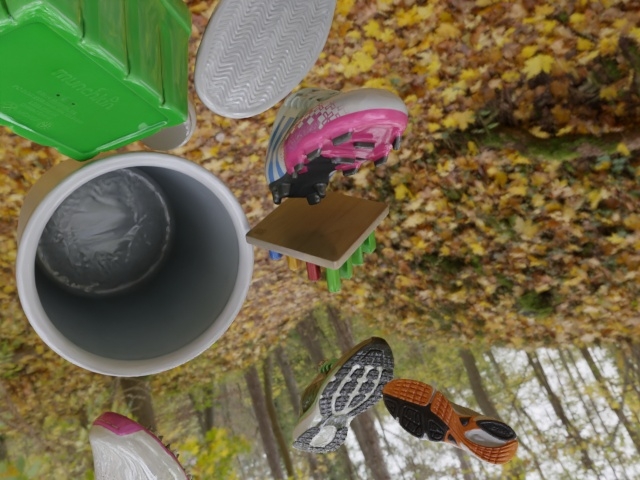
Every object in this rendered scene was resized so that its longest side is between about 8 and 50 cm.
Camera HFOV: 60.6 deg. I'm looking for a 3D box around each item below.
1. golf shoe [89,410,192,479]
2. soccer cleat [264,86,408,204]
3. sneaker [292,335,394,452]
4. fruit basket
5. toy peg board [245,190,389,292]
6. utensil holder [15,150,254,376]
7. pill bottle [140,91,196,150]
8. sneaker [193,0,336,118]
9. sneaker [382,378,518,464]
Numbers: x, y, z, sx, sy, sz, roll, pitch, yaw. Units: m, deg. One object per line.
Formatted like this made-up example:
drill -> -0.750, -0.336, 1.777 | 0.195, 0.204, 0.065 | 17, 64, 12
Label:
golf shoe -> -0.226, 0.349, 0.676 | 0.115, 0.306, 0.140 | 6, -148, 29
soccer cleat -> -0.005, -0.141, 0.674 | 0.116, 0.143, 0.331 | -2, 172, -21
sneaker -> 0.030, 0.342, 1.330 | 0.158, 0.182, 0.410 | 14, 127, -25
fruit basket -> -0.345, -0.309, 0.626 | 0.283, 0.391, 0.392 | -19, 166, 8
toy peg board -> 0.000, 0.000, 0.842 | 0.161, 0.161, 0.079 | -45, 139, -42
utensil holder -> -0.340, 0.005, 0.933 | 0.328, 0.327, 0.385 | -15, -163, -28
pill bottle -> -0.296, -0.237, 1.044 | 0.119, 0.119, 0.208 | -22, -157, -3
sneaker -> -0.061, -0.253, 0.589 | 0.108, 0.292, 0.169 | 32, 170, -29
sneaker -> 0.237, 0.349, 1.061 | 0.099, 0.263, 0.121 | -63, 175, -10
